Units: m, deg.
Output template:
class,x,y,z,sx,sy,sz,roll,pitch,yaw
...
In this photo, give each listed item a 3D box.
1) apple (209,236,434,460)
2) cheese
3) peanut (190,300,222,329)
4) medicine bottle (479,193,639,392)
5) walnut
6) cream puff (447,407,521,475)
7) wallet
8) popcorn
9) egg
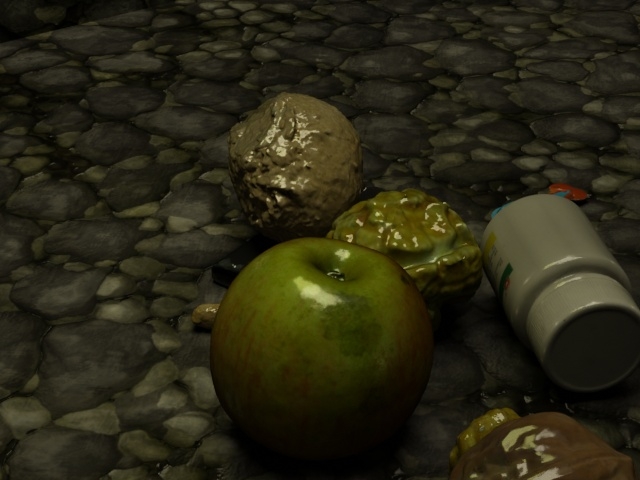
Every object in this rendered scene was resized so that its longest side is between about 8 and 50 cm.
class,x,y,z,sx,sy,sz,roll,pitch,yaw
apple,-0.001,0.154,1.762,0.340,0.339,0.339,0,30,0
cheese,0.446,-0.067,2.398,0.256,0.037,0.106,-23,38,-36
peanut,-0.173,0.128,2.063,0.113,0.054,0.054,-10,32,-16
medicine bottle,0.406,0.087,1.967,0.208,0.208,0.339,-4,31,-6
walnut,0.281,0.350,1.476,0.273,0.227,0.273,-32,27,19
cream puff,0.258,0.315,1.665,0.146,0.146,0.116,-24,55,-34
wallet,0.000,-0.001,2.263,0.228,0.062,0.406,19,36,30
popcorn,0.144,0.040,2.021,0.282,0.247,0.282,3,48,-4
egg,-0.045,-0.137,2.189,0.279,0.279,0.310,-4,43,-5
